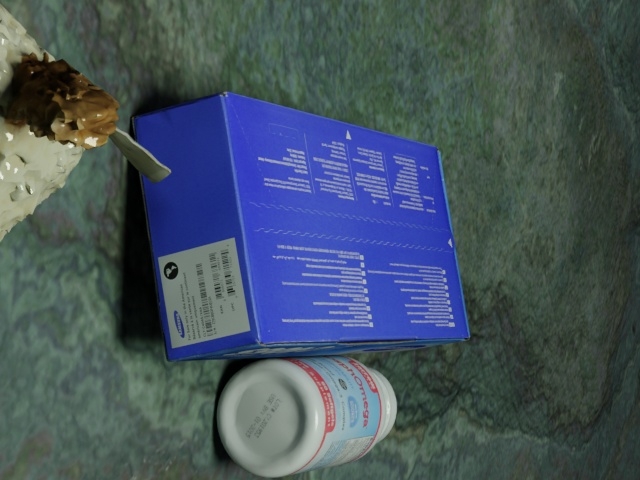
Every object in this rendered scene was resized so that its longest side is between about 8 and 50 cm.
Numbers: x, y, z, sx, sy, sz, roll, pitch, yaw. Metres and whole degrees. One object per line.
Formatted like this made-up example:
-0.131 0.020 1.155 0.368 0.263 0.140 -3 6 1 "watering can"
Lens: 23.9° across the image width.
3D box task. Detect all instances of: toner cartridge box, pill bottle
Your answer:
0.000 0.000 1.099 0.348 0.075 0.165 7 74 -62 "toner cartridge box"
-0.004 0.131 1.155 0.160 0.087 0.087 4 93 -63 "pill bottle"

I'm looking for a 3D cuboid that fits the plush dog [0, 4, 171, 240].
-0.215 -0.017 0.650 0.225 0.210 0.262 -48 143 -6 "plush dog"
